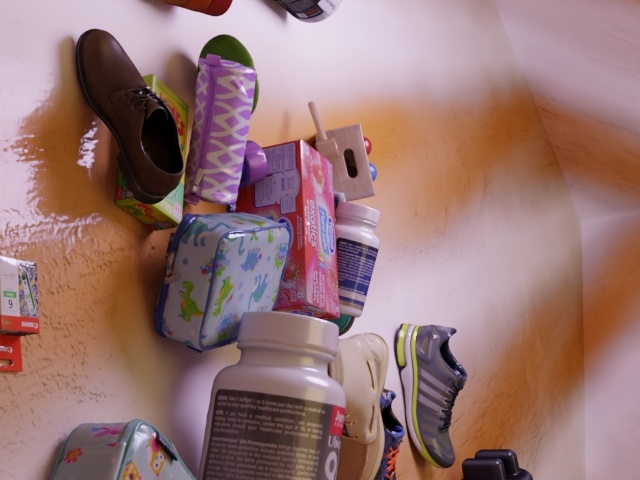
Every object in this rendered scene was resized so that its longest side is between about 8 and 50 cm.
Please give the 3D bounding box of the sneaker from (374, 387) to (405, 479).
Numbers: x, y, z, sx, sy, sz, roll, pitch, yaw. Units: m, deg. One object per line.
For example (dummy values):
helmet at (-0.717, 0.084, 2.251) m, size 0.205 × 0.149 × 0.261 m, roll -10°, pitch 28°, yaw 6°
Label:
sneaker at (0.108, 0.358, 1.993) m, size 0.083 × 0.087 × 0.221 m, roll -28°, pitch 106°, yaw -65°

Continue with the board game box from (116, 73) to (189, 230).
board game box at (-0.217, -0.114, 1.488) m, size 0.092 × 0.043 × 0.181 m, roll 41°, pitch 45°, yaw -56°

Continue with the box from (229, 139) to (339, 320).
box at (-0.055, -0.006, 1.714) m, size 0.122 × 0.128 × 0.257 m, roll 31°, pitch 52°, yaw -60°

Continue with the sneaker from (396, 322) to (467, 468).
sneaker at (0.234, 0.306, 2.262) m, size 0.111 × 0.121 × 0.300 m, roll -22°, pitch 101°, yaw -66°

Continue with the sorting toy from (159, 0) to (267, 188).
sorting toy at (-0.176, -0.242, 1.608) m, size 0.126 × 0.127 × 0.366 m, roll -21°, pitch 104°, yaw -37°

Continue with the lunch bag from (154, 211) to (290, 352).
lunch bag at (-0.129, 0.053, 1.516) m, size 0.219 × 0.090 × 0.176 m, roll -10°, pitch 115°, yaw -66°

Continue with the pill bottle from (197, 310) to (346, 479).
pill bottle at (-0.062, 0.258, 1.460) m, size 0.176 × 0.176 × 0.319 m, roll 31°, pitch 64°, yaw -61°

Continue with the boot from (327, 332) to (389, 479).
boot at (0.025, 0.276, 1.814) m, size 0.203 × 0.095 × 0.262 m, roll 10°, pitch 88°, yaw -60°

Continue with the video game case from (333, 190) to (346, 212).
video game case at (0.039, -0.022, 1.888) m, size 0.087 × 0.011 × 0.122 m, roll -159°, pitch -129°, yaw -74°

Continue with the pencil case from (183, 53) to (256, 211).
pencil case at (-0.143, -0.147, 1.553) m, size 0.088 × 0.086 × 0.206 m, roll -4°, pitch 105°, yaw -59°

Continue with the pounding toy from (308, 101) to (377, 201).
pounding toy at (0.042, -0.159, 1.962) m, size 0.206 × 0.094 × 0.181 m, roll -77°, pitch 155°, yaw -85°

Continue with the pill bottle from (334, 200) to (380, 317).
pill bottle at (0.040, 0.029, 1.783) m, size 0.094 × 0.094 × 0.169 m, roll 23°, pitch 81°, yaw -63°

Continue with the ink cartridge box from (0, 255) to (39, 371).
ink cartridge box at (-0.322, 0.077, 1.184) m, size 0.063 × 0.029 × 0.115 m, roll 18°, pitch 64°, yaw -65°

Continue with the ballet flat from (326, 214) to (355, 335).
ballet flat at (0.000, 0.000, 1.881) m, size 0.106 × 0.107 × 0.316 m, roll -51°, pitch 130°, yaw -81°

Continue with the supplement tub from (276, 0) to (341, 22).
supplement tub at (-0.045, -0.456, 1.936) m, size 0.190 × 0.117 × 0.117 m, roll 27°, pitch 57°, yaw -62°

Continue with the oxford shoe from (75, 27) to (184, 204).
oxford shoe at (-0.222, -0.165, 1.388) m, size 0.082 × 0.096 × 0.227 m, roll -26°, pitch 87°, yaw -39°

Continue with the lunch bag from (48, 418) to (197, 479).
lunch bag at (-0.210, 0.344, 1.229) m, size 0.279 × 0.107 × 0.224 m, roll -78°, pitch 148°, yaw -44°

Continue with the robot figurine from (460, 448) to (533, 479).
robot figurine at (0.387, 0.589, 2.430) m, size 0.173 × 0.209 × 0.278 m, roll -177°, pitch -105°, yaw -77°
